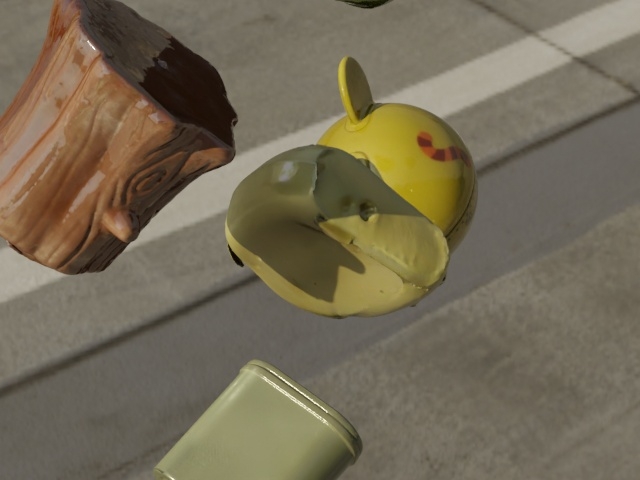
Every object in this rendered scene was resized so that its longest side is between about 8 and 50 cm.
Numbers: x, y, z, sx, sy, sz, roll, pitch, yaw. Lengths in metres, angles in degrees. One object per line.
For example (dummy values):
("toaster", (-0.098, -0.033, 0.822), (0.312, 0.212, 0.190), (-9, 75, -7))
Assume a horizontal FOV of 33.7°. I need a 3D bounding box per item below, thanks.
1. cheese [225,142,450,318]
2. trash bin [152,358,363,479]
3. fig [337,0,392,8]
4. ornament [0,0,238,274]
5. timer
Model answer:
("cheese", (0.000, 0.000, 1.310), (0.259, 0.316, 0.128), (40, 61, -15))
("trash bin", (-0.097, 0.343, 1.657), (0.243, 0.121, 0.247), (32, 60, 22))
("fig", (0.007, -0.419, 1.471), (0.206, 0.206, 0.275), (-31, 25, -31))
("ornament", (-0.221, -0.100, 1.057), (0.235, 0.217, 0.221), (45, 19, 2))
("timer", (0.109, -0.114, 1.982), (0.376, 0.387, 0.376), (-16, 54, 23))
